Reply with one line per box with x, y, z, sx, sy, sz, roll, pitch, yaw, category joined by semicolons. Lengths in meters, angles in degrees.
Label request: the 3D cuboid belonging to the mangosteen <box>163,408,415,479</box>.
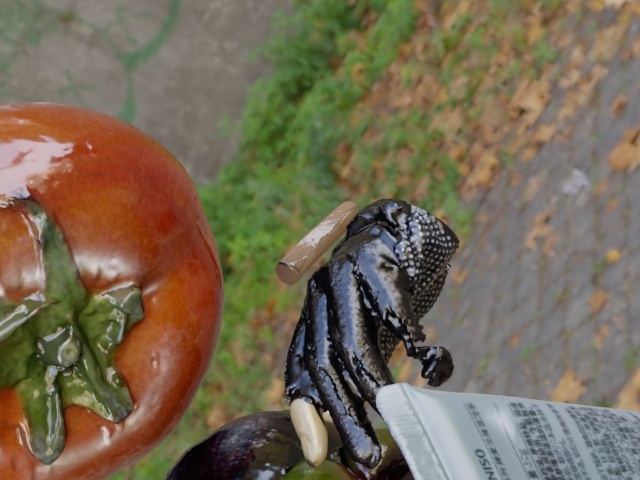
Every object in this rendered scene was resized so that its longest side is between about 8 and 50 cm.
0.001;0.252;1.114;0.287;0.287;0.233;-57;30;14;mangosteen

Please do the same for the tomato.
-0.255;0.045;1.127;0.273;0.341;0.341;32;92;50;tomato

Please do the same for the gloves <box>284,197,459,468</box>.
0.023;0.070;0.969;0.129;0.106;0.181;-17;36;56;gloves

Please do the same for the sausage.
0.000;0.000;1.266;0.116;0.026;0.026;-44;-2;-42;sausage

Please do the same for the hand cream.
0.178;0.139;0.752;0.078;0.340;0.124;-52;46;34;hand cream
